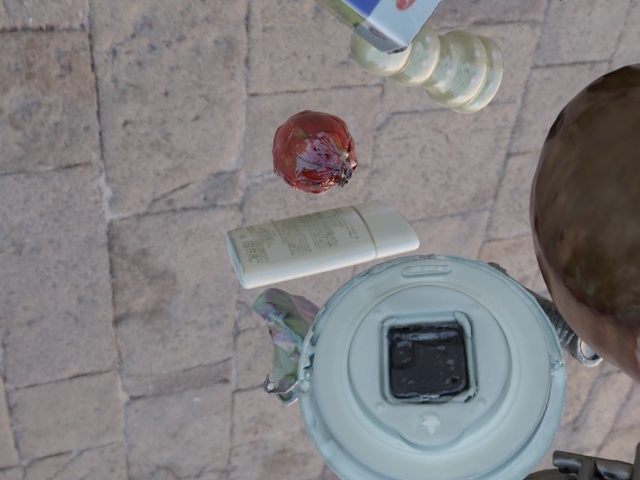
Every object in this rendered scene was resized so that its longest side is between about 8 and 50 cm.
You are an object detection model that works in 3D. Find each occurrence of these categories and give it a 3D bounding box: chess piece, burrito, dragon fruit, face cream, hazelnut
[{"bbox_3d":[0.193,-0.358,1.538,0.300,0.167,0.167,11,120,-33],"label":"chess piece"},{"bbox_3d":[-0.025,0.124,0.939,0.089,0.144,0.229,-11,175,-1],"label":"burrito"},{"bbox_3d":[-0.012,-0.183,1.648,0.172,0.209,0.172,-14,110,-43],"label":"dragon fruit"},{"bbox_3d":[0.000,0.000,1.554,0.349,0.173,0.081,-13,124,-14],"label":"face cream"},{"bbox_3d":[0.430,0.004,0.916,0.353,0.421,0.421,-49,133,-6],"label":"hazelnut"}]

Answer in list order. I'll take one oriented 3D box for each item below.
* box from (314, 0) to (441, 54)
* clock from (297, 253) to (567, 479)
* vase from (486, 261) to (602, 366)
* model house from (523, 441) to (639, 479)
[{"bbox_3d":[-0.003,-0.307,0.584,0.299,0.106,0.200,35,96,-11],"label":"box"},{"bbox_3d":[0.091,0.107,0.686,0.236,0.236,0.053,-26,150,-6],"label":"clock"},{"bbox_3d":[0.320,0.111,1.189,0.115,0.237,0.115,-8,105,-30],"label":"vase"},{"bbox_3d":[0.216,0.271,0.665,0.188,0.229,0.122,-1,125,28],"label":"model house"}]
